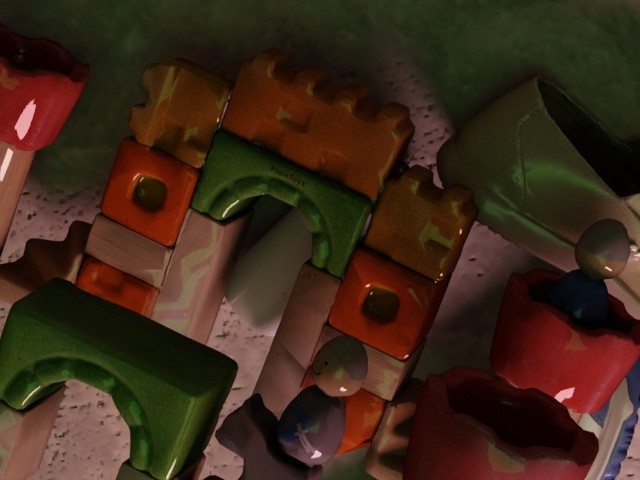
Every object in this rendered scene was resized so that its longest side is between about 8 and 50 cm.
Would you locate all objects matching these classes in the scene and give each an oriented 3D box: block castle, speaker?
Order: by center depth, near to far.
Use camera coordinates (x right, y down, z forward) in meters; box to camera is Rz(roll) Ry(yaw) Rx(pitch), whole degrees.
[{"bbox_3d":[-0.060,0.022,0.996,0.453,0.303,0.212,25,108,11],"label":"block castle"},{"bbox_3d":[0.000,0.000,1.162,0.055,0.055,0.136,41,113,-13],"label":"speaker"}]

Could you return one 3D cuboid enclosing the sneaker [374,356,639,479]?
[{"bbox_3d":[0.102,0.150,1.192,0.131,0.112,0.296,24,115,-5],"label":"sneaker"}]

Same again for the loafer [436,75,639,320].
[{"bbox_3d":[0.201,-0.008,1.112,0.268,0.102,0.092,27,121,-6],"label":"loafer"}]
